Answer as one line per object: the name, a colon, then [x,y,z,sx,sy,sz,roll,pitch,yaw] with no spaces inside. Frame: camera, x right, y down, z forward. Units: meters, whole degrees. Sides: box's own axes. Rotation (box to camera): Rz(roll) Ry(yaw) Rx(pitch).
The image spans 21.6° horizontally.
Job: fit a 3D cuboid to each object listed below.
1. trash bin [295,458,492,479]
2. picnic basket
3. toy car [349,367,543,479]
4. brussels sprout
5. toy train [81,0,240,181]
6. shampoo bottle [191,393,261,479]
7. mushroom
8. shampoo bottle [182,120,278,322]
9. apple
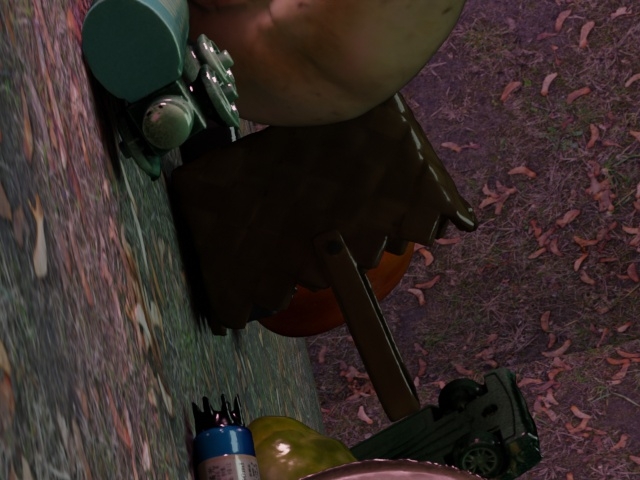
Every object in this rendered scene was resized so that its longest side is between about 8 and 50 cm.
trash bin: [0.072,0.388,1.132,0.280,0.280,0.432,-100,175,-60]
picnic basket: [0.017,0.023,1.705,0.254,0.291,0.321,-96,161,-89]
toy car: [0.077,0.251,1.705,0.097,0.321,0.141,55,11,-25]
brussels sprout: [-0.021,0.240,1.489,0.161,0.144,0.181,41,-1,22]
toy train: [-0.134,-0.148,1.322,0.159,0.101,0.248,61,5,-16]
shampoo bottle: [-0.070,0.215,1.365,0.087,0.050,0.183,66,12,-74]
mushroom: [-0.018,-0.295,1.521,0.353,0.325,0.353,-11,90,-81]
shampoo bottle: [-0.112,-0.065,1.897,0.098,0.071,0.309,-89,165,-73]
apple: [0.000,0.000,2.095,0.242,0.241,0.242,157,-90,-85]
